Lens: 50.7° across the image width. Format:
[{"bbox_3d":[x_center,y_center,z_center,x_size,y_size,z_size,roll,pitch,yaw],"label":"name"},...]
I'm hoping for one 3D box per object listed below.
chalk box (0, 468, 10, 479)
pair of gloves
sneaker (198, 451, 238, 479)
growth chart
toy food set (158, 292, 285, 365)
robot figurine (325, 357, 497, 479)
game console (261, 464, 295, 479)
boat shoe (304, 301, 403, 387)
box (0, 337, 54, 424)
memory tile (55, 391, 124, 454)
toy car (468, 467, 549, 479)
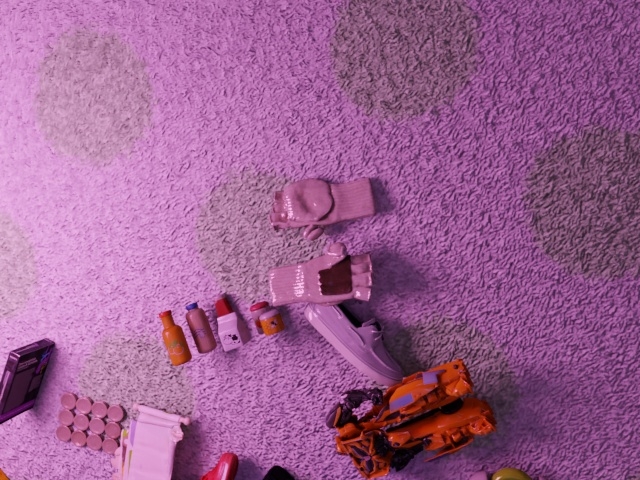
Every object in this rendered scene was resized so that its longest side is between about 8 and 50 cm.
[{"bbox_3d":[-0.802,0.569,1.453,0.213,0.132,0.132,-43,86,12],"label":"chalk box"},{"bbox_3d":[0.000,0.000,1.241,0.204,0.042,0.240,-2,79,14],"label":"pair of gloves"},{"bbox_3d":[-0.255,0.505,1.353,0.128,0.087,0.221,23,99,8],"label":"sneaker"},{"bbox_3d":[-0.355,0.450,1.371,0.171,0.021,0.237,13,90,28],"label":"growth chart"},{"bbox_3d":[-0.183,0.149,1.285,0.232,0.111,0.105,-20,92,16],"label":"toy food set"},{"bbox_3d":[0.154,0.331,1.214,0.291,0.085,0.211,-28,114,13],"label":"robot figurine"},{"bbox_3d":[0.012,0.498,1.188,0.250,0.293,0.173,45,101,5],"label":"game console"},{"bbox_3d":[0.074,0.176,1.250,0.227,0.079,0.081,41,107,9],"label":"boat shoe"},{"bbox_3d":[-0.615,0.289,1.392,0.029,0.116,0.162,25,100,10],"label":"box"},{"bbox_3d":[-0.487,0.387,1.427,0.148,0.012,0.113,11,98,10],"label":"memory tile"},{"bbox_3d":[0.339,0.502,1.197,0.159,0.136,0.182,3,96,12],"label":"toy car"}]
